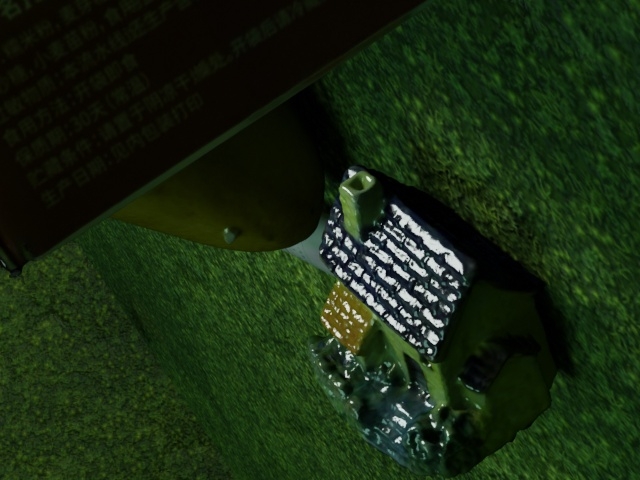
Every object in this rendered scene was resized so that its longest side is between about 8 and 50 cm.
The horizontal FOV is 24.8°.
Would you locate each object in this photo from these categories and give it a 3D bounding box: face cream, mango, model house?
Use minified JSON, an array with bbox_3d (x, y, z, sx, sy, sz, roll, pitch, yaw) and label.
[{"bbox_3d":[0.000,0.000,1.553,0.243,0.058,0.092,26,143,50],"label":"face cream"},{"bbox_3d":[-0.175,-0.137,1.367,0.445,0.220,0.301,32,-152,-17],"label":"mango"},{"bbox_3d":[0.078,0.058,1.205,0.194,0.170,0.211,44,160,45],"label":"model house"}]

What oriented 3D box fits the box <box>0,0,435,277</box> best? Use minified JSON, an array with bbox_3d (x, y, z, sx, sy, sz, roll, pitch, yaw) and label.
[{"bbox_3d":[-0.059,-0.153,0.761,0.122,0.385,0.344,59,165,-17],"label":"box"}]
